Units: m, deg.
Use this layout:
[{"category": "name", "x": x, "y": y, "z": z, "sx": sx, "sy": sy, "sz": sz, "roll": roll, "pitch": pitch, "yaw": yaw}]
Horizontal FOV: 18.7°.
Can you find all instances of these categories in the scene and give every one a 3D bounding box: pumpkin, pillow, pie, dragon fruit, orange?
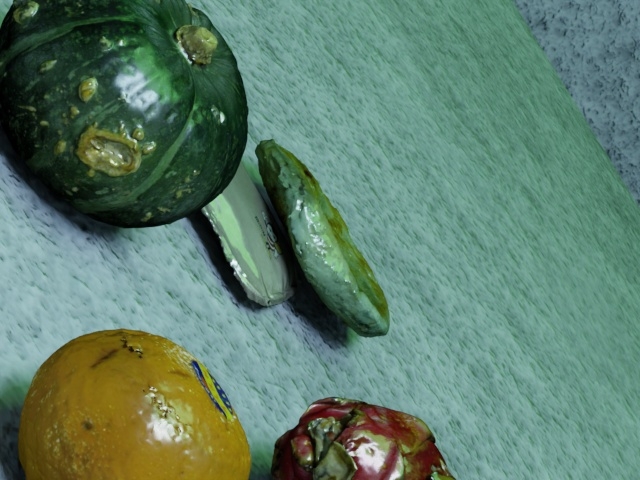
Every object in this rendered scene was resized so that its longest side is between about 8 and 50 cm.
[{"category": "pumpkin", "x": -0.133, "y": -0.099, "z": 1.308, "sx": 0.190, "sy": 0.146, "sz": 0.190, "roll": 23, "pitch": 45, "yaw": -25}, {"category": "pillow", "x": -0.085, "y": -0.052, "z": 1.504, "sx": 0.233, "sy": 0.038, "sz": 0.130, "roll": 59, "pitch": 15, "yaw": -2}, {"category": "pie", "x": 0.000, "y": 0.000, "z": 1.572, "sx": 0.187, "sy": 0.041, "sz": 0.187, "roll": 59, "pitch": 5, "yaw": -9}, {"category": "dragon fruit", "x": 0.037, "y": 0.178, "z": 1.350, "sx": 0.246, "sy": 0.125, "sz": 0.125, "roll": 57, "pitch": 34, "yaw": -77}, {"category": "orange", "x": -0.108, "y": 0.113, "z": 1.093, "sx": 0.135, "sy": 0.117, "sz": 0.135, "roll": 61, "pitch": 6, "yaw": -11}]
